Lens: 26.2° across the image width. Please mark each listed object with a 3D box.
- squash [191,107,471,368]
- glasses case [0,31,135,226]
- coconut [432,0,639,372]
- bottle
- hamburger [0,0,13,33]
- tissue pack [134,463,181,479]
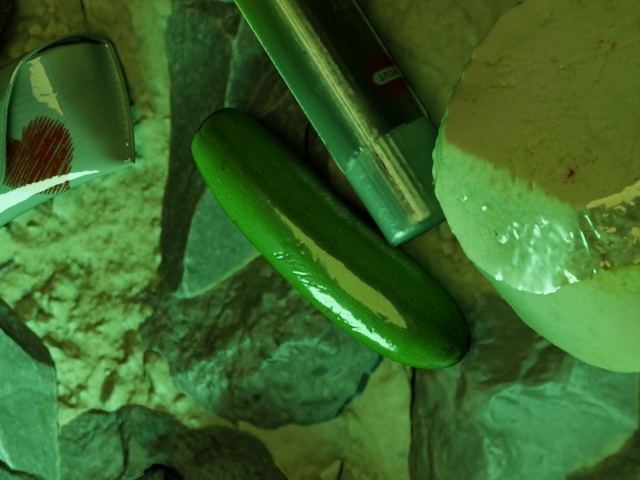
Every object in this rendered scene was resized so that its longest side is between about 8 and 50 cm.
[{"bbox_3d":[-0.001,0.002,1.099,0.292,0.082,0.082,42,115,12],"label":"squash"},{"bbox_3d":[-0.302,-0.068,1.230,0.308,0.083,0.128,-26,88,28],"label":"glasses case"},{"bbox_3d":[0.211,-0.039,0.908,0.239,0.244,0.239,-18,54,26],"label":"coconut"},{"bbox_3d":[0.014,-0.132,1.063,0.082,0.082,0.286,-34,85,28],"label":"bottle"},{"bbox_3d":[-0.348,-0.215,1.224,0.147,0.083,0.138,37,110,11],"label":"hamburger"},{"bbox_3d":[-0.162,0.421,1.248,0.259,0.122,0.361,39,117,16],"label":"tissue pack"}]
